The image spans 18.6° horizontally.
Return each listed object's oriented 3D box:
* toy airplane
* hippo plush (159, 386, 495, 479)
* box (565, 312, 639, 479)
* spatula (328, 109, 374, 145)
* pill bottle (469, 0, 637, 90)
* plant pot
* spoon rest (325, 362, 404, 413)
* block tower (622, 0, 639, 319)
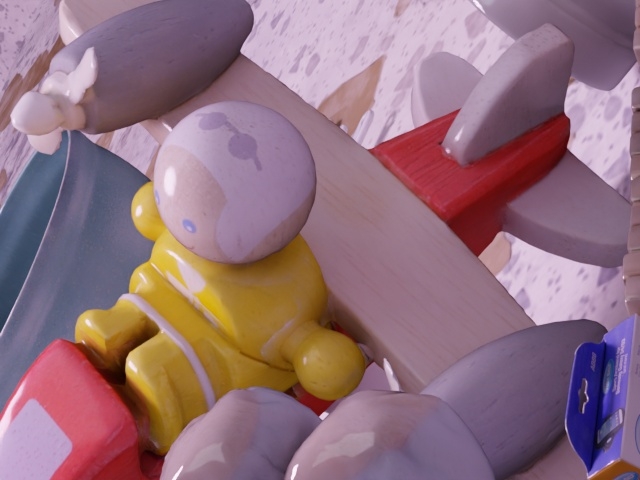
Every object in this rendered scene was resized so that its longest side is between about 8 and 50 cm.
[{"bbox_3d":[0.000,0.000,1.105,0.386,0.272,0.384,-1,62,16],"label":"toy airplane"},{"bbox_3d":[0.062,0.165,0.846,0.294,0.236,0.234,7,99,29],"label":"hippo plush"},{"bbox_3d":[0.172,0.091,0.881,0.028,0.136,0.081,-40,28,45],"label":"box"},{"bbox_3d":[-0.021,0.000,1.682,0.242,0.019,0.168,-64,14,-9],"label":"spatula"},{"bbox_3d":[0.214,-0.241,1.218,0.278,0.162,0.162,-54,20,19],"label":"pill bottle"},{"bbox_3d":[-0.201,0.067,1.752,0.293,0.196,0.293,-55,21,32],"label":"plant pot"},{"bbox_3d":[-0.004,0.165,1.338,0.276,0.084,0.137,123,167,-54],"label":"spoon rest"},{"bbox_3d":[0.215,-0.066,1.019,0.097,0.091,0.335,-9,43,20],"label":"block tower"}]
